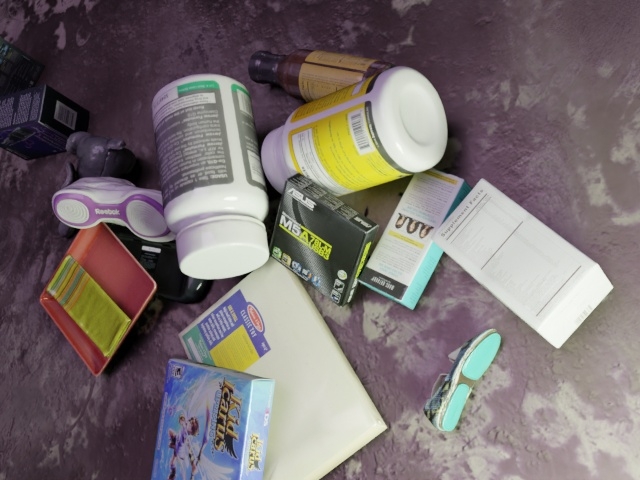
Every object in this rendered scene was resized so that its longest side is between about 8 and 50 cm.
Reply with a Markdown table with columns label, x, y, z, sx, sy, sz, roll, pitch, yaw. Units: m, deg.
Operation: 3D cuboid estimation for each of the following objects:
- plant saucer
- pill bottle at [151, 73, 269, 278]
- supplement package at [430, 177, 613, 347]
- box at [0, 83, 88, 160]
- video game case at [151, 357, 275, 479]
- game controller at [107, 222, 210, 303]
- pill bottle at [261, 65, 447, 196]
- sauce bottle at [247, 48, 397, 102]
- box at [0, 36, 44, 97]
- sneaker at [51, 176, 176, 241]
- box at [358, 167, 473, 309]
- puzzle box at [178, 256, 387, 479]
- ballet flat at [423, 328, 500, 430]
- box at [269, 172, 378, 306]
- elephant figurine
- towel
| label | x | y | z | sx | sy | sz | roll | pitch | yaw |
| --- | --- | --- | --- | --- | --- | --- | --- | --- | --- |
| plant saucer | -0.473 | 0.113 | 1.784 | 0.259 | 0.047 | 0.258 | 44 | 108 | 27 |
| pill bottle | -0.211 | -0.123 | 1.609 | 0.204 | 0.204 | 0.361 | -20 | 66 | 22 |
| supplement package | 0.324 | 0.035 | 1.339 | 0.139 | 0.134 | 0.244 | -49 | 56 | 5 |
| box | -0.710 | -0.290 | 2.054 | 0.207 | 0.153 | 0.108 | -9 | 68 | 28 |
| video game case | -0.202 | 0.366 | 1.501 | 0.244 | 0.061 | 0.270 | 4 | 85 | 42 |
| game controller | -0.359 | 0.036 | 1.789 | 0.319 | 0.067 | 0.167 | 9 | 90 | 33 |
| pill bottle | 0.052 | -0.184 | 1.528 | 0.333 | 0.187 | 0.188 | -14 | 64 | 43 |
| sauce bottle | 0.001 | -0.334 | 1.686 | 0.344 | 0.111 | 0.112 | 20 | 82 | 34 |
| box | -0.858 | -0.408 | 2.167 | 0.059 | 0.183 | 0.233 | 20 | 82 | 34 |
| sneaker | -0.397 | -0.085 | 1.733 | 0.304 | 0.152 | 0.114 | 10 | 119 | 7 |
| box | 0.174 | -0.008 | 1.487 | 0.100 | 0.060 | 0.244 | 25 | 85 | 35 |
| puzzle box | -0.085 | 0.254 | 1.539 | 0.272 | 0.052 | 0.409 | -39 | 57 | 12 |
| ballet flat | 0.227 | 0.221 | 1.368 | 0.070 | 0.070 | 0.188 | 28 | 83 | 35 |
| box | 0.000 | 0.000 | 1.510 | 0.190 | 0.045 | 0.184 | 36 | 134 | 21 |
| elephant figurine | -0.523 | -0.114 | 1.881 | 0.169 | 0.186 | 0.240 | 18 | 82 | 16 |
| towel | -0.497 | 0.137 | 1.757 | 0.237 | 0.021 | 0.102 | 40 | 107 | 28 |
